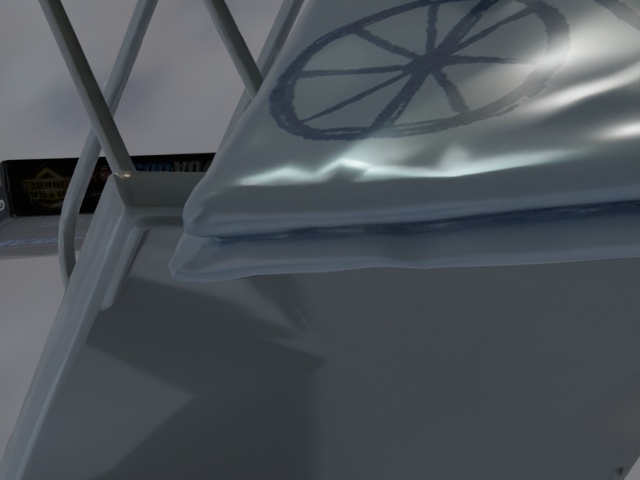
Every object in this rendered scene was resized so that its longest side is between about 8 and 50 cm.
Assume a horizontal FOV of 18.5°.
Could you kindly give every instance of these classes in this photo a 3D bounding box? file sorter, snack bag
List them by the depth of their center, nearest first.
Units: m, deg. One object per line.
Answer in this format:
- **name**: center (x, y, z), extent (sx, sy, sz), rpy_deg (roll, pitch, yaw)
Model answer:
- **snack bag**: center (0.145, -0.100, 0.629), extent (0.342, 0.323, 0.037), rpy_deg (-67, -34, -52)
- **file sorter**: center (0.000, 0.000, 0.776), extent (0.278, 0.193, 0.173), rpy_deg (0, -135, -29)

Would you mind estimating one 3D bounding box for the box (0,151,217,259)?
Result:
- **box**: center (-0.202, -0.027, 1.654), extent (0.220, 0.175, 0.051), rpy_deg (-4, -101, -36)
